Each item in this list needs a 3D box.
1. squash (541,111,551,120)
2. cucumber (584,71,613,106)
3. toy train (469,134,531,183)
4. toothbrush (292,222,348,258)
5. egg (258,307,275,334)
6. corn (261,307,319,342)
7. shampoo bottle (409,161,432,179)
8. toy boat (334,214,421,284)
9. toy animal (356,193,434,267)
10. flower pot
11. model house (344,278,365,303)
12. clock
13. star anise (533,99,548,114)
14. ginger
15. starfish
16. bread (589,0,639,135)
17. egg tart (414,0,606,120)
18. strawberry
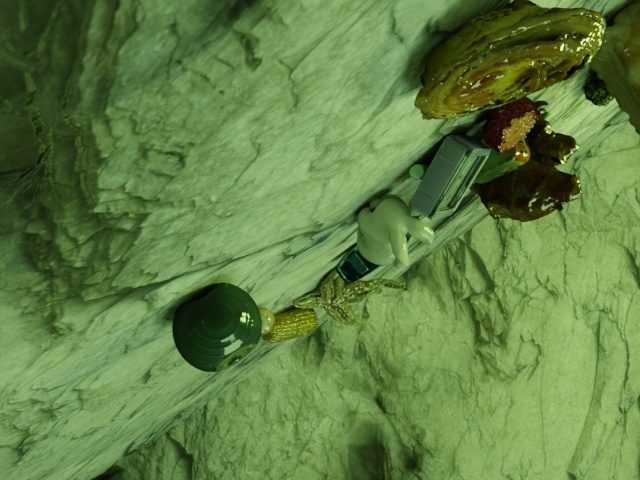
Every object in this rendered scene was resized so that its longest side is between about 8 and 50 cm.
[{"bbox_3d":[0.646,-0.346,1.985,0.027,0.027,0.089,-24,163,-41],"label":"squash"},{"bbox_3d":[0.791,-0.437,1.868,0.096,0.096,0.359,-36,171,8],"label":"cucumber"},{"bbox_3d":[0.428,-0.211,1.660,0.072,0.099,0.188,6,158,-41],"label":"toy train"},{"bbox_3d":[0.000,0.000,1.632,0.162,0.014,0.017,-31,149,-13],"label":"toothbrush"},{"bbox_3d":[-0.170,0.234,1.954,0.080,0.080,0.096,-35,176,2],"label":"egg"},{"bbox_3d":[-0.103,0.289,2.313,0.106,0.106,0.305,-39,165,23],"label":"corn"},{"bbox_3d":[0.264,-0.165,1.613,0.069,0.041,0.191,-38,168,28],"label":"shampoo bottle"},{"bbox_3d":[0.177,0.016,2.003,0.299,0.096,0.062,-37,179,3],"label":"toy boat"},{"bbox_3d":[0.170,-0.013,1.637,0.127,0.178,0.193,-32,170,-23],"label":"toy animal"},{"bbox_3d":[-0.218,0.188,1.436,0.189,0.157,0.243,-30,166,-15],"label":"flower pot"},{"bbox_3d":[0.104,0.175,2.508,0.100,0.087,0.100,-14,-145,35],"label":"model house"},{"bbox_3d":[0.299,-0.148,1.554,0.145,0.073,0.193,-15,138,-58],"label":"clock"},{"bbox_3d":[0.503,-0.311,1.676,0.141,0.042,0.141,-26,166,-7],"label":"star anise"},{"bbox_3d":[0.531,-0.176,1.755,0.274,0.152,0.357,-41,-149,10],"label":"ginger"},{"bbox_3d":[0.106,0.186,2.333,0.324,0.082,0.432,-35,145,25],"label":"starfish"},{"bbox_3d":[0.835,-0.395,1.449,0.390,0.371,0.279,-33,173,11],"label":"bread"},{"bbox_3d":[0.262,-0.273,0.994,0.297,0.132,0.297,-19,171,-3],"label":"egg tart"},{"bbox_3d":[0.427,-0.266,1.528,0.145,0.086,0.145,-38,166,-11],"label":"strawberry"}]
